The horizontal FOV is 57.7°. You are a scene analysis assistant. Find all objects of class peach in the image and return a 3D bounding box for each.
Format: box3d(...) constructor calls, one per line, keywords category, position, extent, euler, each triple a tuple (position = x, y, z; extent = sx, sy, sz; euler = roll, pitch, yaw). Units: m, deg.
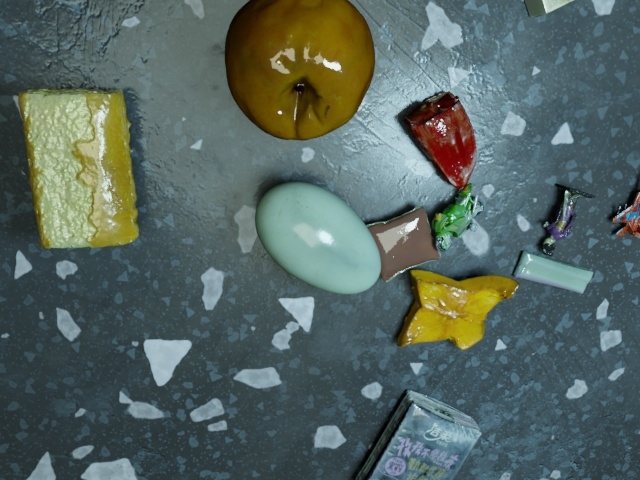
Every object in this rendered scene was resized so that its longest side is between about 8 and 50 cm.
box3d(category="peach", position=(-0.044, -0.408, 1.312), extent=(0.343, 0.301, 0.342), euler=(1, 138, 1))

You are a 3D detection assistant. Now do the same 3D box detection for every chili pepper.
box3d(category="chili pepper", position=(0.336, -0.254, 1.506), extent=(0.252, 0.136, 0.144), euler=(54, 50, -26))

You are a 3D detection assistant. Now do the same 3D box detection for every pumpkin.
box3d(category="pumpkin", position=(0.371, 0.197, 1.609), extent=(0.290, 0.095, 0.258), euler=(6, 118, 3))

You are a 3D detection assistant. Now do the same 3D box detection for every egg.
box3d(category="egg", position=(0.000, 0.000, 1.468), extent=(0.371, 0.230, 0.230), euler=(37, 99, -22))

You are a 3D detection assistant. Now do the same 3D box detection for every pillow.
box3d(category="pillow", position=(0.220, 0.007, 1.571), extent=(0.179, 0.075, 0.171), euler=(-22, 107, 1))

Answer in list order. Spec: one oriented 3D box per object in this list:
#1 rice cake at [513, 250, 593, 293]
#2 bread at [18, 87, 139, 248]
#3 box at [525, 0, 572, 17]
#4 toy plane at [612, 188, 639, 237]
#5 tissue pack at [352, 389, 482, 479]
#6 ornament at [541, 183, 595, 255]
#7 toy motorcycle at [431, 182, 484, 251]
box3d(category="rice cake", position=(0.668, 0.095, 1.663), extent=(0.222, 0.042, 0.080), euler=(15, 102, -11))
box3d(category="bread", position=(-0.564, -0.174, 1.390), extent=(0.237, 0.165, 0.375), euler=(-5, 105, -7))
box3d(category="box", position=(0.596, -0.670, 1.410), extent=(0.212, 0.095, 0.168), euler=(-26, 108, 1))
box3d(category="toy plane", position=(0.885, -0.098, 1.623), extent=(0.130, 0.061, 0.189), euler=(4, 101, -6))
box3d(category="tissue pack", position=(0.289, 0.654, 1.745), extent=(0.259, 0.122, 0.361), euler=(25, 100, -14))
box3d(category="ornament", position=(0.655, -0.055, 1.597), extent=(0.081, 0.088, 0.203), euler=(23, 104, -11))
box3d(category="toy motorcycle", position=(0.361, -0.059, 1.555), extent=(0.190, 0.074, 0.106), euler=(-46, 118, -14))
